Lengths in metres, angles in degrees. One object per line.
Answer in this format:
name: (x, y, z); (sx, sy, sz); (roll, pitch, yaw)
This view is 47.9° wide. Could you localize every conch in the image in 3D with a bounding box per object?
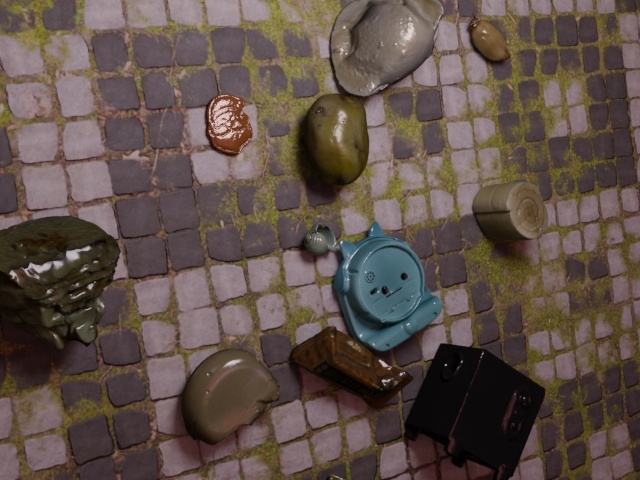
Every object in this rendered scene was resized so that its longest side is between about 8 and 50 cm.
conch: (-0.004, 0.000, 1.610); (0.085, 0.057, 0.076); (38, 52, -52)

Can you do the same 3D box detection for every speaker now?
speaker: (0.367, 0.410, 1.724); (0.232, 0.184, 0.253); (34, 73, -23)

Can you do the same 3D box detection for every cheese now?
cheese: (-0.199, 0.324, 1.488); (0.202, 0.091, 0.175); (-44, 108, -19)

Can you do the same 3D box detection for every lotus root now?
lotus root: (0.423, -0.509, 1.828); (0.150, 0.062, 0.073); (41, 65, -21)

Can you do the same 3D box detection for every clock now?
clock: (0.144, 0.101, 1.662); (0.224, 0.094, 0.274); (-31, 104, -25)

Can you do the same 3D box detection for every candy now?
candy: (0.079, 0.287, 1.614); (0.271, 0.143, 0.101); (36, 35, -24)

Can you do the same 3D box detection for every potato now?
potato: (0.039, -0.222, 1.587); (0.155, 0.137, 0.200); (5, 86, -28)

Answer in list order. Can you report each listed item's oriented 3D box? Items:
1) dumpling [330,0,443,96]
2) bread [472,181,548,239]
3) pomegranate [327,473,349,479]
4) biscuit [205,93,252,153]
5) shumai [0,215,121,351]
dumpling: (0.138, -0.469, 1.642); (0.227, 0.175, 0.243); (42, 54, 10)
bread: (0.480, -0.074, 1.808); (0.134, 0.141, 0.148); (-45, 109, -19)
pomegranate: (0.108, 0.651, 1.607); (0.222, 0.277, 0.203); (-34, 145, -43)
biscuit: (-0.194, -0.247, 1.534); (0.102, 0.019, 0.130); (-11, 95, -26)
shumai: (-0.491, 0.084, 1.316); (0.256, 0.189, 0.218); (-24, 119, -41)
